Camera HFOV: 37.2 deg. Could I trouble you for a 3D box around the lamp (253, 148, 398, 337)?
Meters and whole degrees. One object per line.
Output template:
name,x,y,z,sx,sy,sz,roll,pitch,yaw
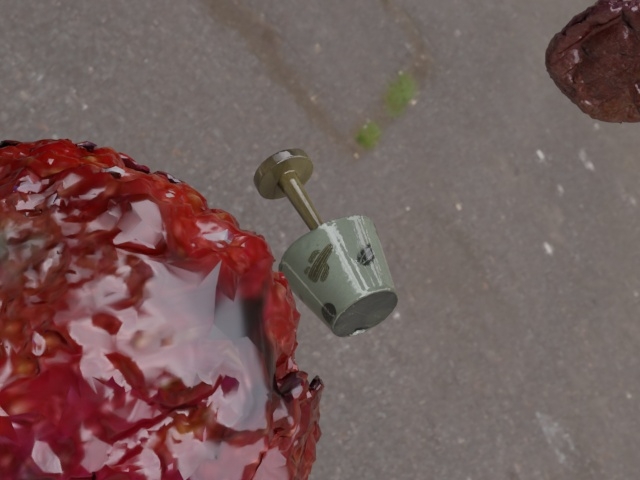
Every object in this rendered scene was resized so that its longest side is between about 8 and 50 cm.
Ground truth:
lamp,0.000,0.000,1.049,0.121,0.121,0.214,6,43,-48

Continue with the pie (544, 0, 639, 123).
pie,0.300,-0.177,0.934,0.153,0.153,0.038,39,43,-25

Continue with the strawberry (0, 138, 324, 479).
strawberry,-0.111,0.057,0.489,0.274,0.220,0.274,28,38,-24
